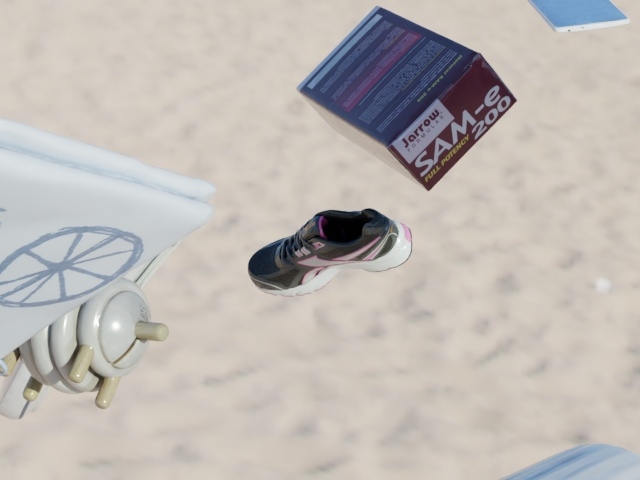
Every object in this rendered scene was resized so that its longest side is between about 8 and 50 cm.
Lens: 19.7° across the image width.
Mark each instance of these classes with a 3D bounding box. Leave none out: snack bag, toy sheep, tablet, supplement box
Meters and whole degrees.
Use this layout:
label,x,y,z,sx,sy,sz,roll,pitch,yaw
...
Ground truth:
label,x,y,z,sx,sy,sz,roll,pitch,yaw
snack bag,-0.268,0.036,0.965,0.323,0.342,0.037,14,48,-56
toy sheep,-0.151,0.058,1.162,0.132,0.091,0.091,5,9,29
tablet,0.175,-0.161,1.269,0.054,0.006,0.083,-8,27,-8
supplement box,0.082,-0.148,1.857,0.073,0.130,0.239,46,-3,-29

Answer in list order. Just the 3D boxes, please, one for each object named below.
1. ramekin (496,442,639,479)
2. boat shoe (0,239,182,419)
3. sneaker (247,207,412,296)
label,x,y,z,sx,sy,sz,roll,pitch,yaw
ramekin,0.196,0.278,1.292,0.135,0.277,0.277,-25,32,-24
boat shoe,-0.204,0.064,1.672,0.088,0.267,0.096,29,14,-15
sneaker,0.000,0.000,1.897,0.178,0.072,0.077,-19,-35,21
